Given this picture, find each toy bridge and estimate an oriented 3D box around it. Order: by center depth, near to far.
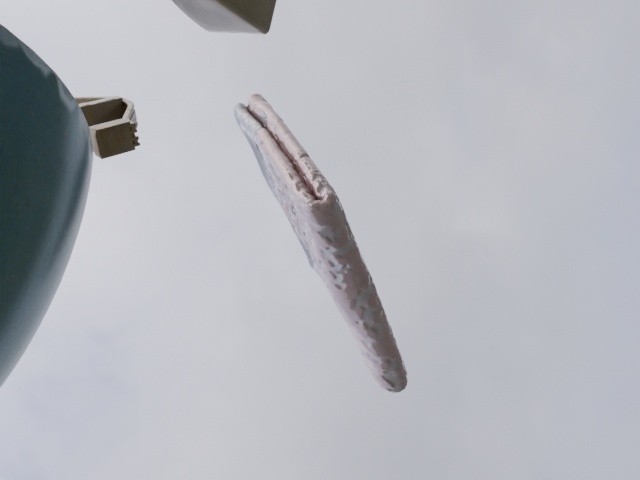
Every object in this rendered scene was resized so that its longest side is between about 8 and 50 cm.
[{"bbox_3d":[-0.199,-0.109,0.668,0.063,0.188,0.026,-22,-62,-29],"label":"toy bridge"}]

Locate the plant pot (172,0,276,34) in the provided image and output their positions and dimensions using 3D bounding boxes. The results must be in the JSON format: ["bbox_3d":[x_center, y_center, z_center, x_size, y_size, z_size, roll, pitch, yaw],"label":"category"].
[{"bbox_3d":[-0.117,-0.305,0.865,0.096,0.109,0.109,12,-88,-52],"label":"plant pot"}]

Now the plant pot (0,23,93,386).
[{"bbox_3d":[-0.264,0.027,0.359,0.290,0.290,0.195,27,-131,-46],"label":"plant pot"}]

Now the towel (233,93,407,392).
[{"bbox_3d":[0.000,0.000,1.004,0.053,0.317,0.331,-28,-51,-4],"label":"towel"}]
